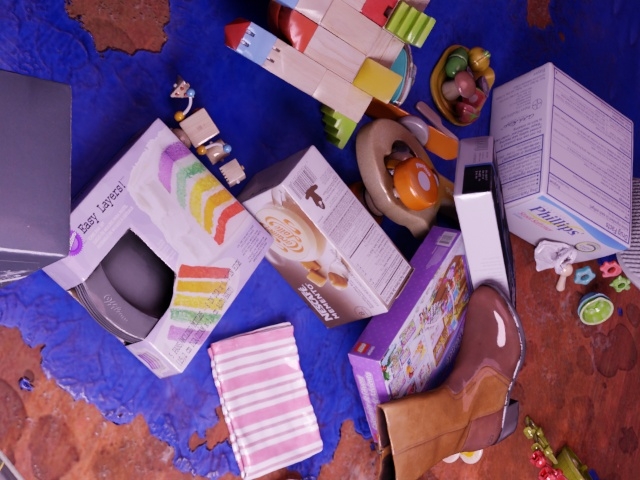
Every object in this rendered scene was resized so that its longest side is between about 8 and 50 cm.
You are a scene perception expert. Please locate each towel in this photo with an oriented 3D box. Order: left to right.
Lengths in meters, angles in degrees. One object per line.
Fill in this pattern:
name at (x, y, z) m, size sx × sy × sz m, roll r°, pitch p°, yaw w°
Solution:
towel at (-0.074, 0.223, 1.316) m, size 0.144 × 0.029 × 0.197 m, roll -12°, pitch 85°, yaw -40°

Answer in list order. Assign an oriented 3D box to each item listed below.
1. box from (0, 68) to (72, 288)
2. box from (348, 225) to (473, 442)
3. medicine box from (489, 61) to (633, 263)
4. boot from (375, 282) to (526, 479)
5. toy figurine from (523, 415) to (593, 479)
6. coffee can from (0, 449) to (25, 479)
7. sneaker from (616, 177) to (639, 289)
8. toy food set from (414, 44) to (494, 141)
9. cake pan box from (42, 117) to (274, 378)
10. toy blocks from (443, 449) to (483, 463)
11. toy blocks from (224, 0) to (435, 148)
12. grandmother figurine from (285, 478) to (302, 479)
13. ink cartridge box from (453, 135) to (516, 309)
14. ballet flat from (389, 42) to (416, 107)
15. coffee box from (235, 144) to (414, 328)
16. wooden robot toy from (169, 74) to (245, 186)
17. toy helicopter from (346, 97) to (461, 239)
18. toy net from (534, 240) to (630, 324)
box at (-0.460, -0.053, 0.892) m, size 0.343 × 0.312 × 0.179 m, roll 7°, pitch 72°, yaw -38°
box at (0.152, 0.147, 1.449) m, size 0.293 × 0.057 × 0.201 m, roll -52°, pitch 139°, yaw -37°
medicine box at (0.458, -0.141, 1.788) m, size 0.263 × 0.149 × 0.289 m, roll 26°, pitch 62°, yaw -32°
boot at (0.179, 0.213, 1.396) m, size 0.280 × 0.096 × 0.264 m, roll -12°, pitch 111°, yaw -38°
toy figurine at (0.365, 0.481, 1.539) m, size 0.191 × 0.217 × 0.362 m, roll 36°, pitch 12°, yaw -10°
coffee can at (-0.434, 0.215, 0.906) m, size 0.201 × 0.201 × 0.275 m, roll -44°, pitch 106°, yaw -39°
sneaker at (0.660, 0.015, 1.851) m, size 0.150 × 0.135 × 0.366 m, roll 53°, pitch 25°, yaw -25°
toy food set at (0.272, -0.285, 1.730) m, size 0.128 × 0.071 × 0.218 m, roll 45°, pitch 53°, yaw -20°
cake pan box at (-0.217, 0.011, 1.238) m, size 0.246 × 0.070 × 0.267 m, roll 47°, pitch 53°, yaw -16°
toy blocks at (0.190, 0.291, 1.496) m, size 0.148 × 0.054 × 0.123 m, roll 13°, pitch 69°, yaw -36°
toy blocks at (0.013, -0.371, 1.423) m, size 0.260 × 0.191 × 0.382 m, roll 27°, pitch 98°, yaw -32°
grandmother figurine at (-0.015, 0.492, 1.244) m, size 0.208 × 0.104 × 0.343 m, roll 20°, pitch 58°, yaw -65°
ink cartridge box at (0.275, 0.013, 1.522) m, size 0.165 × 0.065 × 0.333 m, roll -76°, pitch 156°, yaw -51°
ballet flat at (0.131, -0.328, 1.633) m, size 0.079 × 0.076 × 0.222 m, roll 13°, pitch 67°, yaw -57°
coffee box at (0.000, 0.000, 1.372) m, size 0.246 × 0.141 × 0.098 m, roll 50°, pitch 50°, yaw -18°
wooden robot toy at (-0.182, -0.144, 1.331) m, size 0.079 × 0.076 × 0.173 m, roll -33°, pitch 101°, yaw -5°
toy helicopter at (0.178, -0.105, 1.587) m, size 0.355 × 0.140 × 0.235 m, roll 24°, pitch 53°, yaw -44°
toy net at (0.499, 0.067, 1.778) m, size 0.232 × 0.122 × 0.045 m, roll 38°, pitch 25°, yaw -32°
